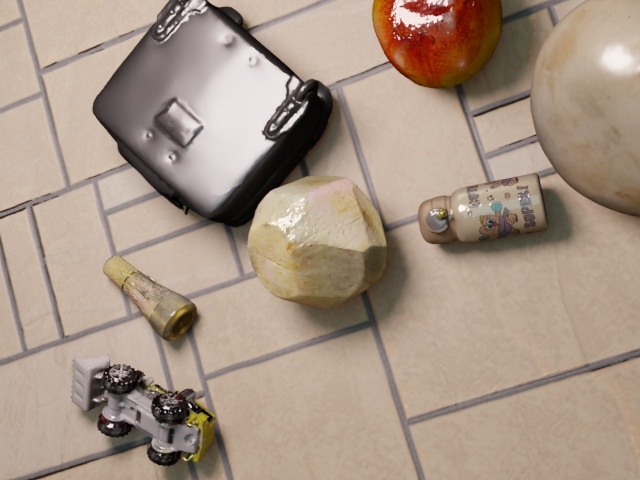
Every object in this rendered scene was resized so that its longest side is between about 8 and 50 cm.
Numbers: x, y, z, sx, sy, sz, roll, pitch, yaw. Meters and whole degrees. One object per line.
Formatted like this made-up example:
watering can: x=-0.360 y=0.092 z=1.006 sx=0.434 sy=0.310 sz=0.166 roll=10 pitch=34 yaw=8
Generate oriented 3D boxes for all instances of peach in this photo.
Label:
peach: x=0.193 y=-0.366 z=1.639 sx=0.231 sy=0.231 sz=0.231 roll=-2 pitch=84 yaw=15

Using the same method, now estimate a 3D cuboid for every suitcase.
suitcase: x=-0.194 y=-0.225 z=1.746 sx=0.345 sy=0.188 sz=0.339 roll=42 pitch=94 yaw=13

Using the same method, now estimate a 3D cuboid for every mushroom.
mushroom: x=0.503 y=-0.215 z=1.506 sx=0.294 sy=0.362 sz=0.362 roll=-34 pitch=74 yaw=-28

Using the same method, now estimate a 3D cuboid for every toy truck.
toy truck: x=-0.316 y=0.295 z=1.765 sx=0.285 sy=0.111 sz=0.136 roll=25 pitch=121 yaw=23

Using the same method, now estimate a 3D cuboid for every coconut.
coconut: x=0.000 y=0.000 z=1.673 sx=0.237 sy=0.237 sz=0.197 roll=60 pitch=141 yaw=13

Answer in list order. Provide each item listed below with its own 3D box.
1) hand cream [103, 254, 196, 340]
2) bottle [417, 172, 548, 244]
hand cream: x=-0.322 y=0.097 z=1.810 sx=0.203 sy=0.084 sz=0.084 roll=35 pitch=94 yaw=23
bottle: x=0.266 y=-0.045 z=1.642 sx=0.209 sy=0.110 sz=0.097 roll=-11 pitch=88 yaw=13
